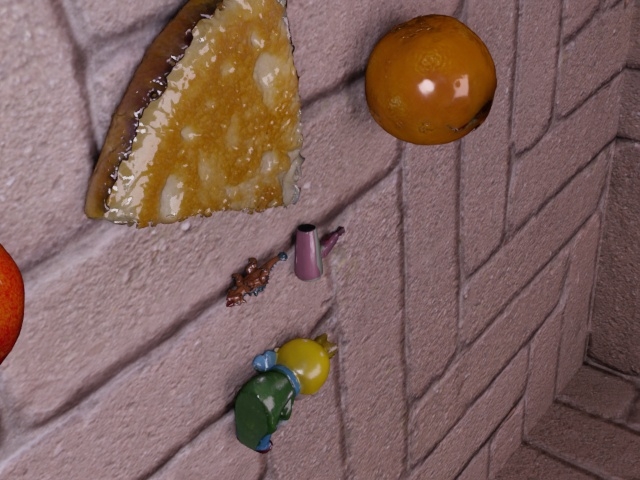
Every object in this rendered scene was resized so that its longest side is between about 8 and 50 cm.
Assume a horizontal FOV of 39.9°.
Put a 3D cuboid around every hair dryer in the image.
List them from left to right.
[{"bbox_3d":[0.001,0.005,1.706,0.154,0.054,0.106,-35,130,-55],"label":"hair dryer"}]

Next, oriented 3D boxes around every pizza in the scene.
[{"bbox_3d":[-0.153,-0.221,1.320,0.434,0.080,0.392,-13,118,-53],"label":"pizza"}]

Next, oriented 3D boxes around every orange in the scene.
[{"bbox_3d":[0.203,-0.291,1.639,0.246,0.246,0.246,-31,132,-43],"label":"orange"}]

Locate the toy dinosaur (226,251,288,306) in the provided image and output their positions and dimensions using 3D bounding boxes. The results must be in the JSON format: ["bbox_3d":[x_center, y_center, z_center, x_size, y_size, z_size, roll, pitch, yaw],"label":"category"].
[{"bbox_3d":[-0.113,0.066,1.559,0.154,0.049,0.055,-40,135,-29],"label":"toy dinosaur"}]

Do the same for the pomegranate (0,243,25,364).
[{"bbox_3d":[-0.435,0.058,0.960,0.210,0.210,0.235,-36,108,-40],"label":"pomegranate"}]

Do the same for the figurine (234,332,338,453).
[{"bbox_3d":[-0.064,0.288,1.698,0.234,0.127,0.185,-43,145,-49],"label":"figurine"}]
